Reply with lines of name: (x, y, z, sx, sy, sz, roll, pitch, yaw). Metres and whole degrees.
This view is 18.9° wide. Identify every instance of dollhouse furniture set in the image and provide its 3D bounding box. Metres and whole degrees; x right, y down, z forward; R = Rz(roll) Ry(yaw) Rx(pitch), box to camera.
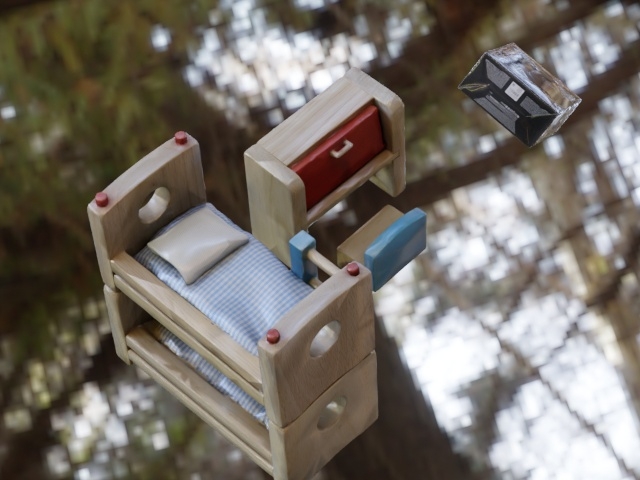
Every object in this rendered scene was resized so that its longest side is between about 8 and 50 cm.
dollhouse furniture set: (0.000, 0.000, 0.955, 0.184, 0.129, 0.129, -40, -30, -25)

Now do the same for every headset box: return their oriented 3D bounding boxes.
headset box: (0.132, -0.096, 1.252, 0.032, 0.062, 0.083, -51, -8, 20)
